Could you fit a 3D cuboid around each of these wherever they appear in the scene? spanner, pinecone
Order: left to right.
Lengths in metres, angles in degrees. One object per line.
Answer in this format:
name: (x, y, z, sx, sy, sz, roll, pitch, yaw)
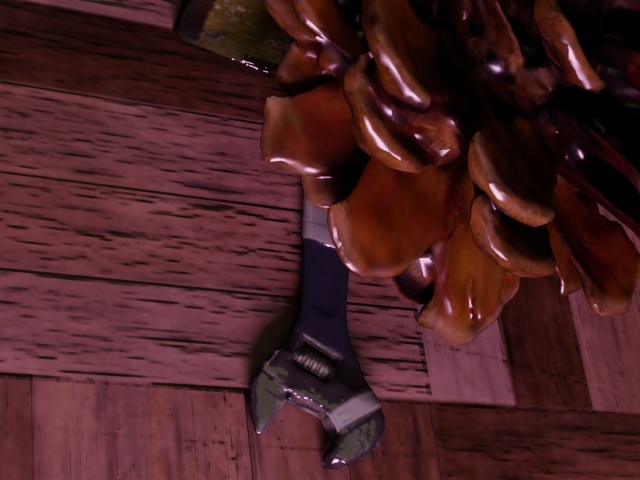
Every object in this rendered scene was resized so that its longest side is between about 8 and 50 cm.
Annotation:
spanner: (0.000, 0.000, 0.883, 0.087, 0.024, 0.315, 12, 58, -17)
pinecone: (0.172, -0.125, 0.816, 0.384, 0.384, 0.384, 14, 57, -22)

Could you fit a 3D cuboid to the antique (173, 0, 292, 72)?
antique: (-0.039, -0.237, 0.961, 0.081, 0.080, 0.221, 20, 55, -17)
